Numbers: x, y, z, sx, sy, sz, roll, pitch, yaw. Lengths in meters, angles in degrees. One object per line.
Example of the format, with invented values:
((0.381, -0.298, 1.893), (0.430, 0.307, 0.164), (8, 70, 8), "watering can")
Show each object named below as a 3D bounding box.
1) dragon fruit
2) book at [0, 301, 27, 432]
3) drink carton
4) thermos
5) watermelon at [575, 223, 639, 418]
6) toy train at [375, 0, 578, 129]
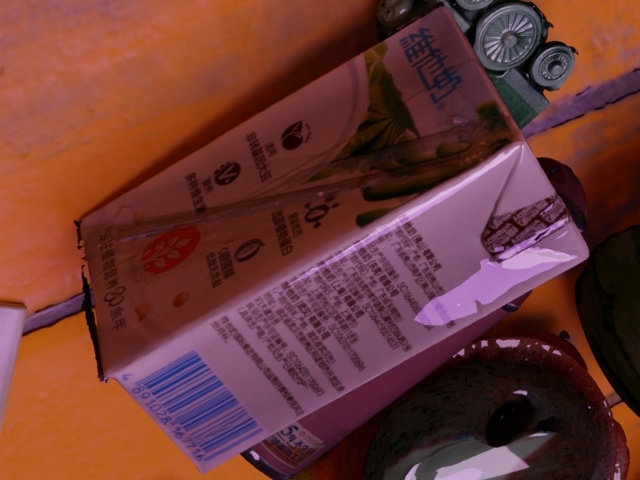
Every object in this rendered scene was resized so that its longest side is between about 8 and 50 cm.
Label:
((0.126, 0.196, 1.336), (0.295, 0.130, 0.268), (-15, 109, -7), "dragon fruit")
((-0.269, 0.096, 1.174), (0.077, 0.014, 0.111), (8, 103, -30), "book")
((-0.001, 0.000, 1.110), (0.325, 0.194, 0.132), (-31, 129, 9), "drink carton")
((0.069, 0.048, 1.229), (0.330, 0.136, 0.109), (-38, 91, 15), "thermos")
((0.370, 0.098, 1.296), (0.331, 0.189, 0.330), (2, 148, 1), "watermelon")
((0.118, -0.156, 1.198), (0.104, 0.071, 0.178), (-42, 129, 14), "toy train")
